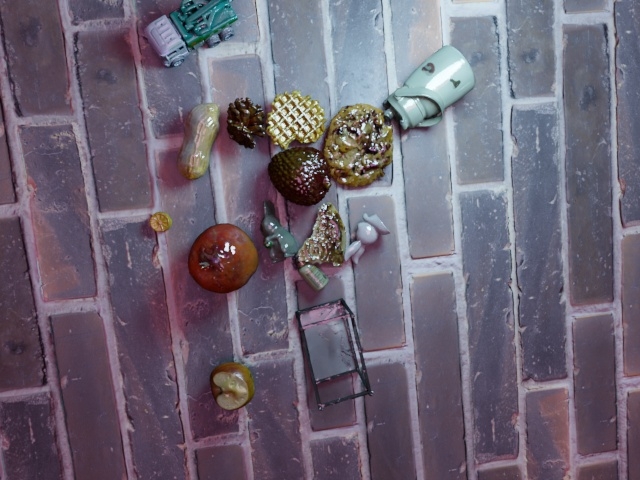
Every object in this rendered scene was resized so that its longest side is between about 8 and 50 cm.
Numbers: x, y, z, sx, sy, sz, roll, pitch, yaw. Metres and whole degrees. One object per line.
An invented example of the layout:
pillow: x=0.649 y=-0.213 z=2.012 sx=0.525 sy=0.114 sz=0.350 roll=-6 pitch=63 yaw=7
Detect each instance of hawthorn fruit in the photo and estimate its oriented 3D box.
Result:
hawthorn fruit: x=-0.388 y=0.079 z=1.737 sx=0.275 sy=0.307 sz=0.276 roll=1 pitch=99 yaw=7

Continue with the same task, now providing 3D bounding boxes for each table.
table: x=0.046 y=0.447 z=1.829 sx=0.222 sy=0.272 sz=0.335 roll=-15 pitch=97 yaw=-4

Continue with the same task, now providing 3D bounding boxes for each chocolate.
chocolate: x=-0.476 y=-0.388 z=1.765 sx=0.134 sy=0.134 sz=0.309 roll=19 pitch=95 yaw=-8

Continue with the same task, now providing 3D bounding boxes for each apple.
apple: x=-0.360 y=0.589 z=1.854 sx=0.173 sy=0.160 sz=0.195 roll=-11 pitch=95 yaw=-9

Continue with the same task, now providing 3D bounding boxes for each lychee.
lychee: x=-0.078 y=-0.256 z=1.774 sx=0.271 sy=0.236 sz=0.236 roll=19 pitch=93 yaw=15

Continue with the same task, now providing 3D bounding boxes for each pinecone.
pinecone: x=-0.289 y=-0.456 z=1.757 sx=0.149 sy=0.179 sz=0.195 roll=-3 pitch=74 yaw=-6

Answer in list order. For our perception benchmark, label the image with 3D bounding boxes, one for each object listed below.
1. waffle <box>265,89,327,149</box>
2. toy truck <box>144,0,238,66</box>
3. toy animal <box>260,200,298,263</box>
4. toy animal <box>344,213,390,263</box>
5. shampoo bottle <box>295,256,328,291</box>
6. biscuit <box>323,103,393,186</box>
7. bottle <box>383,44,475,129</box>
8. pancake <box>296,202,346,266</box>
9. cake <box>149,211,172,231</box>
waffle: x=-0.090 y=-0.470 z=1.809 sx=0.253 sy=0.056 sz=0.249 roll=16 pitch=83 yaw=-24
toy truck: x=-0.478 y=-0.811 z=1.703 sx=0.363 sy=0.178 sz=0.177 roll=-32 pitch=98 yaw=0
toy animal: x=-0.188 y=-0.037 z=1.850 sx=0.125 sy=0.127 sz=0.251 roll=-25 pitch=83 yaw=8
toy animal: x=0.171 y=-0.013 z=1.889 sx=0.220 sy=0.103 sz=0.131 roll=-41 pitch=69 yaw=13
shampoo bottle: x=-0.043 y=0.133 z=1.886 sx=0.079 sy=0.079 sz=0.162 roll=-42 pitch=98 yaw=-1
biscuit: x=0.157 y=-0.379 z=1.836 sx=0.289 sy=0.081 sz=0.334 roll=5 pitch=106 yaw=-2
bottle: x=0.418 y=-0.579 z=1.804 sx=0.351 sy=0.229 sz=0.229 roll=-37 pitch=98 yaw=4
pancake: x=0.000 y=0.000 z=1.872 sx=0.244 sy=0.057 sz=0.266 roll=-26 pitch=95 yaw=-16
cake: x=-0.639 y=-0.074 z=1.819 sx=0.084 sy=0.044 sz=0.084 roll=-1 pitch=96 yaw=-5
